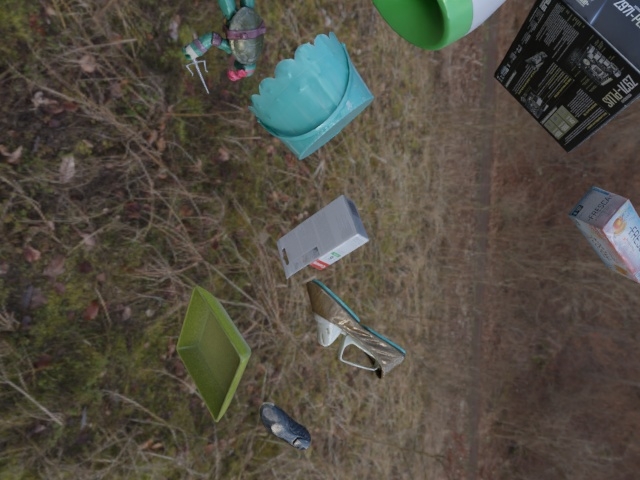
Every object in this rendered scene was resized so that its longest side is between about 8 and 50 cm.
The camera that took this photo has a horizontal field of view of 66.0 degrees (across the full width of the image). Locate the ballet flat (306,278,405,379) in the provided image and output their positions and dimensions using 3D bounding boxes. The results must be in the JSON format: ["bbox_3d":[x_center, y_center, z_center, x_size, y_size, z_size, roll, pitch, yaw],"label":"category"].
[{"bbox_3d":[0.071,0.247,1.284,0.342,0.116,0.124,41,78,-16],"label":"ballet flat"}]

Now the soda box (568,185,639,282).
[{"bbox_3d":[0.457,-0.006,0.759,0.183,0.063,0.058,36,95,-36],"label":"soda box"}]

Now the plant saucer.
[{"bbox_3d":[-0.195,0.206,0.921,0.045,0.188,0.188,-9,135,-40],"label":"plant saucer"}]

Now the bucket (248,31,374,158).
[{"bbox_3d":[-0.017,-0.343,1.208,0.183,0.281,0.281,50,29,-3],"label":"bucket"}]

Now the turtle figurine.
[{"bbox_3d":[-0.151,-0.380,0.872,0.175,0.118,0.234,-45,150,-42],"label":"turtle figurine"}]

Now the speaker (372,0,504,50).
[{"bbox_3d":[0.179,-0.317,0.449,0.296,0.131,0.131,-45,151,-3],"label":"speaker"}]

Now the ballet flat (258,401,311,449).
[{"bbox_3d":[-0.086,0.427,1.143,0.173,0.057,0.049,50,2,-26],"label":"ballet flat"}]

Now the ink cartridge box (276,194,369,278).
[{"bbox_3d":[0.000,0.000,0.626,0.029,0.115,0.062,27,37,-49],"label":"ink cartridge box"}]

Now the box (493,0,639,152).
[{"bbox_3d":[0.302,-0.207,0.568,0.078,0.147,0.180,-38,169,-5],"label":"box"}]
